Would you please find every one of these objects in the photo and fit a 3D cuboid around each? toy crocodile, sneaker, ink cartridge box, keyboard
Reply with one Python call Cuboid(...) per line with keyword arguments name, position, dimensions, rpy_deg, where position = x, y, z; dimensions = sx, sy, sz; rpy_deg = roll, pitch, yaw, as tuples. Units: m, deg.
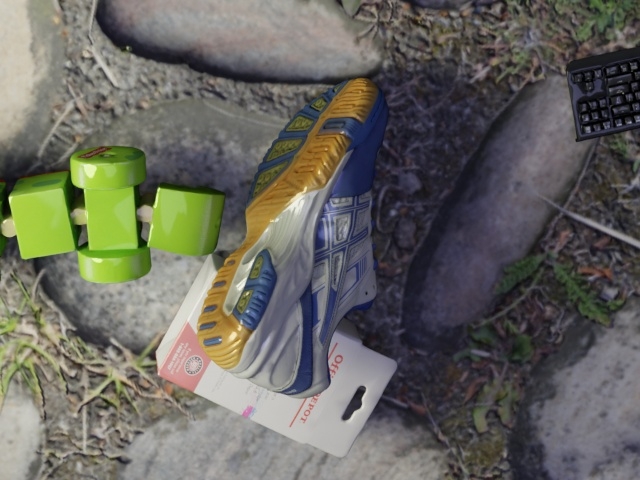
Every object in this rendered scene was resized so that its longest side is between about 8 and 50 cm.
Cuboid(name="toy crocodile", position=(-0.254, -0.023, 1.637), dimensions=(0.340, 0.105, 0.115), rpy_deg=(-4, 107, -2))
Cuboid(name="sneaker", position=(0.000, 0.000, 1.648), dimensions=(0.131, 0.112, 0.296), rpy_deg=(34, 74, -28))
Cuboid(name="ink cartridge box", position=(-0.041, 0.110, 1.714), dimensions=(0.198, 0.067, 0.115), rpy_deg=(27, 100, -13))
Cuboid(name="keyboard", position=(0.324, -0.132, 1.719), dimensions=(0.180, 0.023, 0.108), rpy_deg=(-12, 107, -3))
